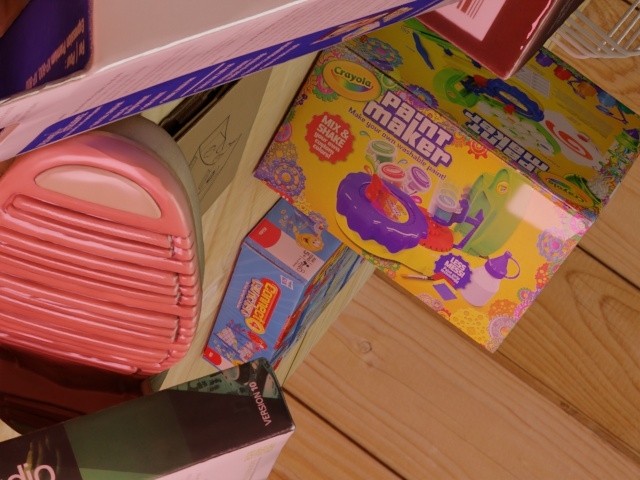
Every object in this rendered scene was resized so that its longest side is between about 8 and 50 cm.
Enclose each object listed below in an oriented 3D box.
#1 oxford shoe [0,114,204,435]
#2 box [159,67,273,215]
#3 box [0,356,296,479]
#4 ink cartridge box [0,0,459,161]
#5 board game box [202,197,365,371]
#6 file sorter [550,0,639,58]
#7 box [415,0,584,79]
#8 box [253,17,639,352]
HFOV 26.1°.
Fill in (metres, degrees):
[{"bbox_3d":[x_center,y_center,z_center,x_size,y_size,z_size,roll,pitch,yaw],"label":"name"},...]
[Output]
[{"bbox_3d":[-0.137,0.011,0.849,0.397,0.140,0.147,119,-11,-61],"label":"oxford shoe"},{"bbox_3d":[-0.100,-0.057,1.066,0.164,0.021,0.201,-49,171,-33],"label":"box"},{"bbox_3d":[-0.188,0.182,0.868,0.322,0.058,0.232,-18,159,-20],"label":"box"},{"bbox_3d":[-0.023,-0.114,0.618,0.371,0.069,0.175,-25,-177,-26],"label":"ink cartridge box"},{"bbox_3d":[0.000,0.000,1.691,0.308,0.086,0.302,-50,172,-31],"label":"board game box"},{"bbox_3d":[0.352,-0.340,1.738,0.173,0.193,0.278,-51,-174,4],"label":"file sorter"},{"bbox_3d":[0.160,-0.285,0.993,0.381,0.191,0.143,-46,169,-49],"label":"box"},{"bbox_3d":[0.141,-0.090,1.374,0.177,0.290,0.279,-58,171,32],"label":"box"}]
